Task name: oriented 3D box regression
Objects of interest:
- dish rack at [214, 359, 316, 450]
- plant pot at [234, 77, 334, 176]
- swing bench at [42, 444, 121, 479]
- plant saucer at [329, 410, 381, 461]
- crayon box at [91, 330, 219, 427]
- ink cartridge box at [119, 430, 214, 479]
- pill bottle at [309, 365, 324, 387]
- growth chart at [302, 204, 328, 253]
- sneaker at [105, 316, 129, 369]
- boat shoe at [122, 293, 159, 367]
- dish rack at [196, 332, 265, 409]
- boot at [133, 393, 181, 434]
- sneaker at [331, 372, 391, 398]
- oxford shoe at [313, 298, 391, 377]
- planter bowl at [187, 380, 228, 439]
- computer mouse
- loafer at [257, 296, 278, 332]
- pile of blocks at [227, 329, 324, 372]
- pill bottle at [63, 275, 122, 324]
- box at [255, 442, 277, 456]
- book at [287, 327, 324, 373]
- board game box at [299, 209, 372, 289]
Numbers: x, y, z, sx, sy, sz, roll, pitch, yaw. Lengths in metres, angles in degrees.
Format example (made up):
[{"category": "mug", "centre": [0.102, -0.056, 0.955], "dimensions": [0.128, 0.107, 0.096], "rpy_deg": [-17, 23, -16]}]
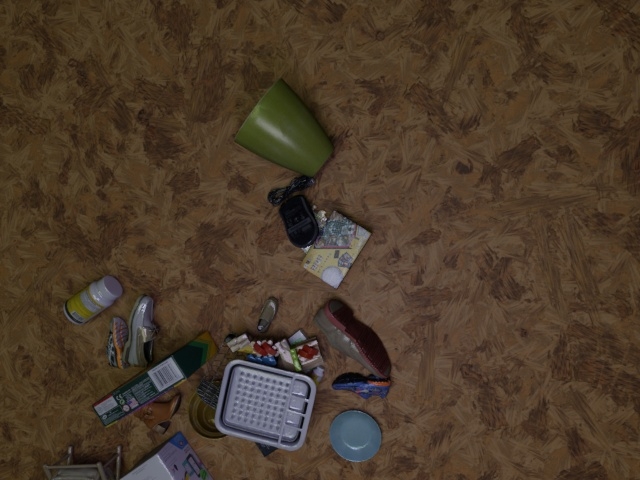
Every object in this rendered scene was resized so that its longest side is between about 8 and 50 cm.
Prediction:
[{"category": "dish rack", "centre": [-0.195, 0.579, 1.719], "dimensions": [0.332, 0.072, 0.286], "rpy_deg": [13, 97, 2]}, {"category": "plant pot", "centre": [-0.104, -0.367, 1.688], "dimensions": [0.293, 0.275, 0.275], "rpy_deg": [37, 99, -10]}, {"category": "swing bench", "centre": [-0.942, 0.985, 1.932], "dimensions": [0.253, 0.165, 0.255], "rpy_deg": [-6, 92, 10]}, {"category": "plant saucer", "centre": [0.132, 0.727, 1.794], "dimensions": [0.195, 0.037, 0.195], "rpy_deg": [0, 92, 10]}, {"category": "crayon box", "centre": [-0.595, 0.501, 1.769], "dimensions": [0.363, 0.313, 0.106], "rpy_deg": [-32, 91, 10]}, {"category": "ink cartridge box", "centre": [-0.580, 0.938, 1.849], "dimensions": [0.197, 0.198, 0.270], "rpy_deg": [-37, 87, 9]}, {"category": "pill bottle", "centre": [-0.016, 0.514, 1.806], "dimensions": [0.043, 0.043, 0.083], "rpy_deg": [28, 97, 7]}, {"category": "growth chart", "centre": [0.000, 0.000, 1.788], "dimensions": [0.172, 0.021, 0.237], "rpy_deg": [-40, 86, 9]}, {"category": "sneaker", "centre": [-0.827, 0.415, 1.925], "dimensions": [0.083, 0.084, 0.215], "rpy_deg": [-2, 94, 15]}, {"category": "boat shoe", "centre": [-0.694, 0.359, 1.889], "dimensions": [0.103, 0.113, 0.302], "rpy_deg": [18, 106, 7]}, {"category": "dish rack", "centre": [-0.333, 0.514, 1.821], "dimensions": [0.208, 0.074, 0.271], "rpy_deg": [28, 85, 9]}, {"category": "boot", "centre": [-0.653, 0.667, 1.907], "dimensions": [0.152, 0.073, 0.197], "rpy_deg": [30, 100, 3]}, {"category": "sneaker", "centre": [0.149, 0.545, 1.763], "dimensions": [0.221, 0.083, 0.087], "rpy_deg": [-1, 101, 13]}, {"category": "oxford shoe", "centre": [0.117, 0.374, 1.758], "dimensions": [0.348, 0.123, 0.130], "rpy_deg": [50, 126, 3]}, {"category": "planter bowl", "centre": [-0.396, 0.658, 1.837], "dimensions": [0.217, 0.090, 0.217], "rpy_deg": [4, 59, -6]}, {"category": "computer mouse", "centre": [-0.074, -0.092, 1.761], "dimensions": [0.188, 0.072, 0.272], "rpy_deg": [-25, 67, 14]}, {"category": "loafer", "centre": [-0.203, 0.289, 1.823], "dimensions": [0.056, 0.050, 0.148], "rpy_deg": [18, 96, 8]}, {"category": "pile of blocks", "centre": [-0.163, 0.416, 1.732], "dimensions": [0.362, 0.112, 0.149], "rpy_deg": [6, 88, -1]}, {"category": "pill bottle", "centre": [-0.905, 0.236, 1.909], "dimensions": [0.208, 0.119, 0.119], "rpy_deg": [-33, 87, 9]}, {"category": "box", "centre": [-0.185, 0.702, 1.820], "dimensions": [0.158, 0.093, 0.156], "rpy_deg": [-35, 88, 11]}, {"category": "book", "centre": [-0.066, 0.420, 1.818], "dimensions": [0.096, 0.035, 0.144], "rpy_deg": [-40, 89, 11]}, {"category": "board game box", "centre": [0.057, 0.033, 1.748], "dimensions": [0.165, 0.042, 0.243], "rpy_deg": [33, 96, 7]}]
